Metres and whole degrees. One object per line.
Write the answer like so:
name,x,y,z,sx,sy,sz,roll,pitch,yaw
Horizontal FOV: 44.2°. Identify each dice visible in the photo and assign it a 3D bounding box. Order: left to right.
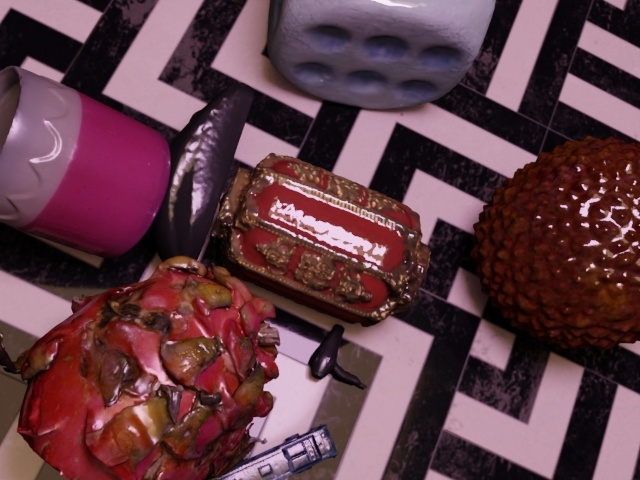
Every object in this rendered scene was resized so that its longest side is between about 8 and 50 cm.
dice,0.076,-0.351,1.077,0.268,0.264,0.262,9,72,-11

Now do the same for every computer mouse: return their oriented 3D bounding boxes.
computer mouse,-0.163,-0.088,1.008,0.086,0.137,0.269,21,71,-12

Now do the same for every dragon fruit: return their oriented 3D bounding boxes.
dragon fruit,-0.183,0.148,0.880,0.269,0.250,0.291,31,71,19

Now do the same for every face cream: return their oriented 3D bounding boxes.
face cream,-0.301,-0.087,0.920,0.195,0.175,0.175,24,66,-38

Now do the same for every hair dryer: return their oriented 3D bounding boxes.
hair dryer,0.031,0.162,1.042,0.083,0.031,0.079,38,59,-14

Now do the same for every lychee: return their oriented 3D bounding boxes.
lychee,0.351,0.003,1.034,0.304,0.276,0.275,-15,76,10

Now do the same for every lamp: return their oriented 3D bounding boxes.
lamp,0.000,0.000,1.009,0.274,0.177,0.177,22,70,-4

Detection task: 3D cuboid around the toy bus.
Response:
toy bus,-0.058,0.275,0.960,0.166,0.065,0.047,-21,78,-17
